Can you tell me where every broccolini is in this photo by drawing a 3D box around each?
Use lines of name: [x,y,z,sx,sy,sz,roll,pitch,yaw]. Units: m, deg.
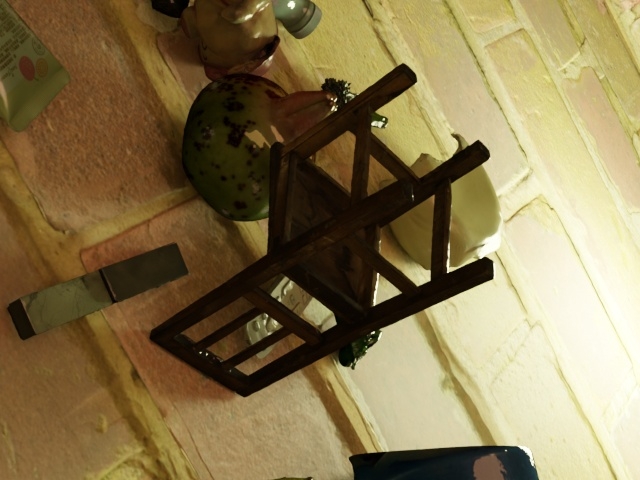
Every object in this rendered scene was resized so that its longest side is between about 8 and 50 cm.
broccolini: [0.052,-0.227,1.779,0.203,0.068,0.091,24,65,-60]

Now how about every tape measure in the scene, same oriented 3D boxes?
tape measure: [0.176,0.362,1.372,0.259,0.262,0.138,50,34,-70]

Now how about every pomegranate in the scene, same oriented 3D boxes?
pomegranate: [-0.077,-0.147,1.406,0.214,0.248,0.214,35,40,-36]

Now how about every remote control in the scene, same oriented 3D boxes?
remote control: [-0.056,0.082,1.470,0.229,0.044,0.073,-51,134,-47]

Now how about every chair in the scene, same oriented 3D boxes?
chair: [0.000,0.000,1.298,0.203,0.416,0.240,39,38,-33]

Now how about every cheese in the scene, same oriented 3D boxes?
cheese: [0.225,-0.066,1.820,0.266,0.127,0.233,-16,83,-54]

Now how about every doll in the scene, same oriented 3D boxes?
doll: [-0.127,-0.344,1.476,0.152,0.255,0.196,12,48,5]

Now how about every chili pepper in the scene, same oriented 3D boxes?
chili pepper: [0.046,0.091,1.552,0.108,0.062,0.216,-4,82,-75]

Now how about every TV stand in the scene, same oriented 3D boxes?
TV stand: [-0.267,0.059,1.232,0.256,0.040,0.049,-24,90,-53]

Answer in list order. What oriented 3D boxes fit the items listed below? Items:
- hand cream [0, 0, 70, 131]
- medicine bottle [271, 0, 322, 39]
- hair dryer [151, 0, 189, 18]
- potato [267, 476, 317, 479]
hand cream: [-0.427,-0.280,1.188,0.306,0.093,0.147,51,34,-21]
medicine bottle: [-0.092,-0.427,1.670,0.217,0.090,0.090,36,46,-36]
hair dryer: [-0.303,-0.525,1.500,0.360,0.120,0.303,26,65,-27]
potato: [-0.053,0.375,1.253,0.251,0.113,0.149,4,72,-51]
